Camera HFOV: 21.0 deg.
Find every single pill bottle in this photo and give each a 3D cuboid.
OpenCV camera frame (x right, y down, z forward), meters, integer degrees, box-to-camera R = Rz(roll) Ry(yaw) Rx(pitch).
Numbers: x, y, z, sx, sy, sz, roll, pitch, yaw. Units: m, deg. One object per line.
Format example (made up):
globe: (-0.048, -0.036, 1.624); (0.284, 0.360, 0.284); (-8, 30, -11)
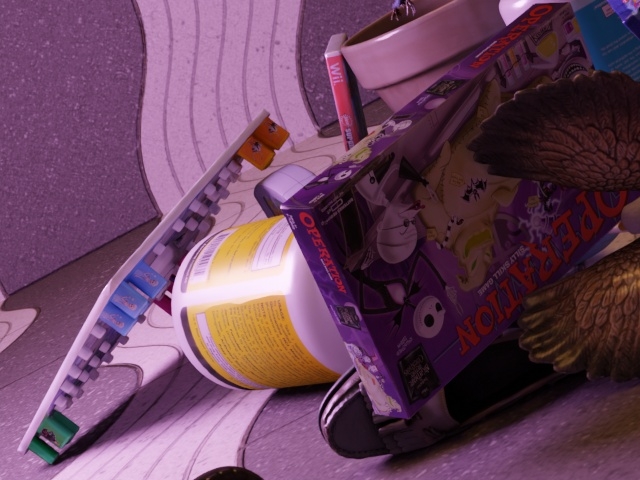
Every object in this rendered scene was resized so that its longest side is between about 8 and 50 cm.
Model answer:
pill bottle: (0.322, -0.190, 1.952); (0.146, 0.264, 0.146); (-29, 10, 5)
pill bottle: (0.001, 0.058, 1.827); (0.188, 0.188, 0.334); (-36, 14, -34)

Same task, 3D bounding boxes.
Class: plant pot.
plant pot: (0.232, -0.202, 2.201); (0.323, 0.280, 0.323); (-29, 10, 6)

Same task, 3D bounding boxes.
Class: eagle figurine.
eagle figurine: (0.297, -0.032, 1.446); (0.298, 0.226, 0.225); (-17, -37, -33)

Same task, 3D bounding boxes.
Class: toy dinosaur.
toy dinosaur: (0.101, -0.300, 2.076); (0.047, 0.090, 0.082); (-53, -10, -30)

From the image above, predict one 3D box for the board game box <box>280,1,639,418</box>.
board game box: (0.132, -0.033, 1.466); (0.056, 0.208, 0.347); (8, 39, 47)

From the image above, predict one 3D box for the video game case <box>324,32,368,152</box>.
video game case: (0.051, -0.130, 2.344); (0.025, 0.285, 0.204); (-12, 13, 6)

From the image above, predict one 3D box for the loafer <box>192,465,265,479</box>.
loafer: (-0.171, 0.312, 1.334); (0.366, 0.134, 0.130); (-25, -18, -38)

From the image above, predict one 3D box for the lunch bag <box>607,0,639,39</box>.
lunch bag: (0.444, -0.194, 1.598); (0.221, 0.293, 0.138); (-43, 16, 13)

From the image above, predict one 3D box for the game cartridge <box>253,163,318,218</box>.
game cartridge: (0.000, 0.000, 2.091); (0.060, 0.196, 0.294); (-30, 10, -9)

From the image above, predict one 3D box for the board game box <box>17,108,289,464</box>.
board game box: (-0.208, 0.063, 2.172); (0.390, 0.050, 0.390); (-53, -2, -44)

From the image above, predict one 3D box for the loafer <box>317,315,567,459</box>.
loafer: (0.121, 0.119, 1.506); (0.267, 0.096, 0.084); (-26, 16, 3)

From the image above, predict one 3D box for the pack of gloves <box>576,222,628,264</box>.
pack of gloves: (0.330, -0.015, 1.764); (0.195, 0.046, 0.232); (-18, 4, -29)
